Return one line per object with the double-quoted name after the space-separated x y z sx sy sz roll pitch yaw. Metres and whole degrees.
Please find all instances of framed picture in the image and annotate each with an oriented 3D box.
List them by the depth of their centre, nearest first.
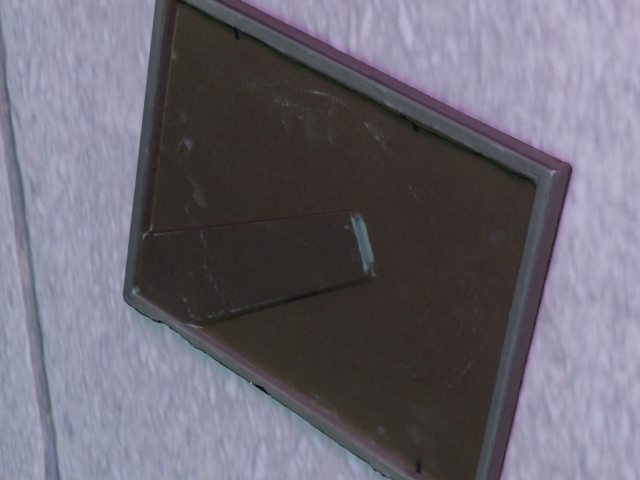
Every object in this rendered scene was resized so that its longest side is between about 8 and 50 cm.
0.000 0.000 1.196 0.335 0.022 0.247 30 123 37 "framed picture"
